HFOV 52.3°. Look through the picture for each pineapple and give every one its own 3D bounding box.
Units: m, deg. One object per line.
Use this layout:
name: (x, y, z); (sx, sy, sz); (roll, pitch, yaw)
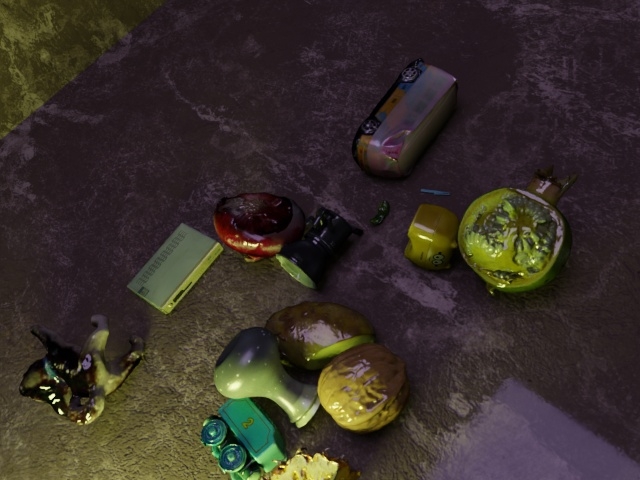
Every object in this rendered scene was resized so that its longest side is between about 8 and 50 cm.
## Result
pineapple: (-0.027, 0.564, 1.445); (0.236, 0.114, 0.186); (-28, 49, 15)

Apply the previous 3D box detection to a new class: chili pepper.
chili pepper: (0.174, -0.079, 1.883); (0.091, 0.034, 0.030); (-58, 21, -21)

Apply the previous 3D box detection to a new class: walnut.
walnut: (0.104, 0.334, 1.490); (0.213, 0.213, 0.213); (-12, 51, 15)

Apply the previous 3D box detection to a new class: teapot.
teapot: (-0.120, 0.331, 1.546); (0.183, 0.251, 0.183); (-49, 10, 12)

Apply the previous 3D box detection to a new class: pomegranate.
pomegranate: (0.483, -0.030, 1.552); (0.341, 0.260, 0.260); (-53, 50, 5)

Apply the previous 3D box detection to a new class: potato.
potato: (-0.008, 0.239, 1.645); (0.298, 0.141, 0.176); (-7, 63, 19)

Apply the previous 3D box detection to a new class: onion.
onion: (-0.178, -0.027, 1.914); (0.272, 0.195, 0.272); (7, 33, -5)

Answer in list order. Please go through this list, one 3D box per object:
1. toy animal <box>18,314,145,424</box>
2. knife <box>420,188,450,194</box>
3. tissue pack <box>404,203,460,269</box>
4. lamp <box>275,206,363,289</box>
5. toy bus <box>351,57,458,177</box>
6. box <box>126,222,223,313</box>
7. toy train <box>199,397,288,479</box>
toy animal: (-0.702, 0.377, 1.809); (0.344, 0.194, 0.303); (-12, 46, 22)
knife: (0.330, -0.138, 1.870); (0.091, 0.005, 0.014); (9, 58, 28)
tissue pack: (0.292, -0.005, 1.674); (0.127, 0.178, 0.123); (20, 62, 11)
lamp: (0.000, 0.000, 1.804); (0.147, 0.172, 0.227); (28, 71, 38)
toy bus: (0.263, -0.356, 1.958); (0.162, 0.171, 0.386); (26, 69, 32)
box: (-0.451, 0.082, 2.018); (0.210, 0.045, 0.270); (23, 67, 35)
toy train: (-0.184, 0.477, 1.562); (0.163, 0.112, 0.203); (-39, 52, -15)
